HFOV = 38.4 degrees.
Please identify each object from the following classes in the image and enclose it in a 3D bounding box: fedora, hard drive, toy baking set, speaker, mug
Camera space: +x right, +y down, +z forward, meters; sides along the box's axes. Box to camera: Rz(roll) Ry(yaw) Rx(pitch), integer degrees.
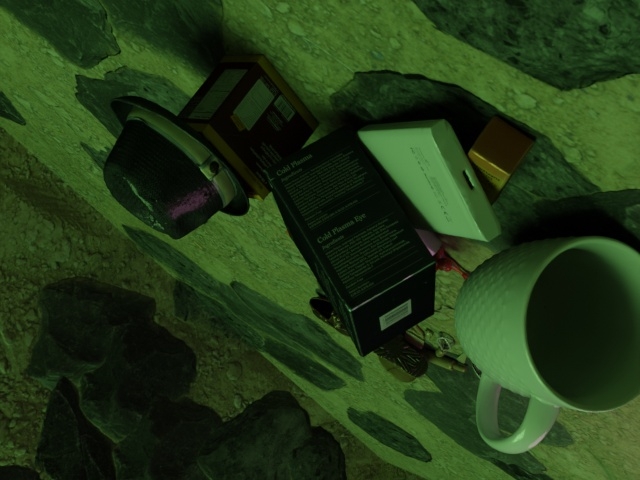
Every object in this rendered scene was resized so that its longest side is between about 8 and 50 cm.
[{"bbox_3d":[-0.294,-0.111,1.704,0.334,0.152,0.334,33,163,12],"label":"fedora"},{"bbox_3d":[0.172,-0.103,1.536,0.203,0.040,0.307,61,167,-14],"label":"hard drive"},{"bbox_3d":[0.313,0.290,2.462,0.256,0.030,0.197,20,157,38],"label":"toy baking set"},{"bbox_3d":[0.186,-0.024,1.862,0.136,0.055,0.055,45,159,-28],"label":"speaker"},{"bbox_3d":[0.364,0.180,1.570,0.276,0.374,0.328,22,171,-17],"label":"mug"}]

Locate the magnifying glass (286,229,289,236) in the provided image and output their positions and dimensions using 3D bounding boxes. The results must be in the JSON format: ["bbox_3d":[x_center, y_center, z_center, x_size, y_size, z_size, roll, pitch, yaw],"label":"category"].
[{"bbox_3d":[0.000,0.000,2.294,0.231,0.026,0.092,17,155,45],"label":"magnifying glass"}]

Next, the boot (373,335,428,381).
[{"bbox_3d":[0.195,0.323,2.642,0.236,0.089,0.269,44,171,5],"label":"boot"}]

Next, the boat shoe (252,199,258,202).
[{"bbox_3d":[-0.154,-0.193,2.022,0.084,0.079,0.233,47,162,47],"label":"boat shoe"}]

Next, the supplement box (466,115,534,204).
[{"bbox_3d":[0.266,-0.107,1.485,0.078,0.080,0.233,34,165,8],"label":"supplement box"}]

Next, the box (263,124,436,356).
[{"bbox_3d":[0.064,0.011,1.740,0.313,0.179,0.343,58,174,20],"label":"box"}]

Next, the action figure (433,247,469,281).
[{"bbox_3d":[0.223,0.078,2.002,0.139,0.091,0.280,47,160,-14],"label":"action figure"}]

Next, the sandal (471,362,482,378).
[{"bbox_3d":[0.417,0.310,2.258,0.102,0.076,0.265,29,161,17],"label":"sandal"}]

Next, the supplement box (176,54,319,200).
[{"bbox_3d":[-0.144,-0.214,1.741,0.129,0.194,0.191,12,151,50],"label":"supplement box"}]

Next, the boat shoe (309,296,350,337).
[{"bbox_3d":[0.049,0.222,2.682,0.207,0.073,0.073,19,158,38],"label":"boat shoe"}]

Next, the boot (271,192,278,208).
[{"bbox_3d":[-0.040,-0.101,2.062,0.208,0.076,0.190,21,156,53],"label":"boot"}]
